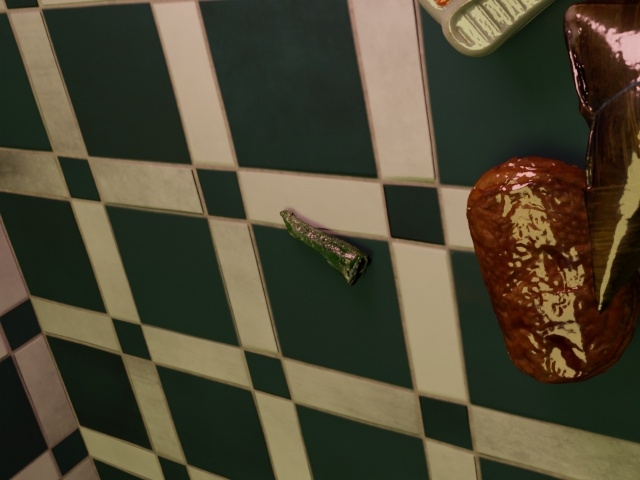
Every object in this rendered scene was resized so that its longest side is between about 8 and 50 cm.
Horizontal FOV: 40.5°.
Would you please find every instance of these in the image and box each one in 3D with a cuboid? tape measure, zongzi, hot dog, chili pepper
[{"bbox_3d":[0.262,-0.414,1.284,0.246,0.125,0.243,50,129,-3],"label":"tape measure"},{"bbox_3d":[0.515,-0.127,1.081,0.403,0.207,0.433,-6,76,41],"label":"zongzi"},{"bbox_3d":[0.380,0.044,1.455,0.266,0.174,0.388,-11,101,40],"label":"hot dog"},{"bbox_3d":[0.000,0.000,1.815,0.226,0.059,0.088,37,130,20],"label":"chili pepper"}]
